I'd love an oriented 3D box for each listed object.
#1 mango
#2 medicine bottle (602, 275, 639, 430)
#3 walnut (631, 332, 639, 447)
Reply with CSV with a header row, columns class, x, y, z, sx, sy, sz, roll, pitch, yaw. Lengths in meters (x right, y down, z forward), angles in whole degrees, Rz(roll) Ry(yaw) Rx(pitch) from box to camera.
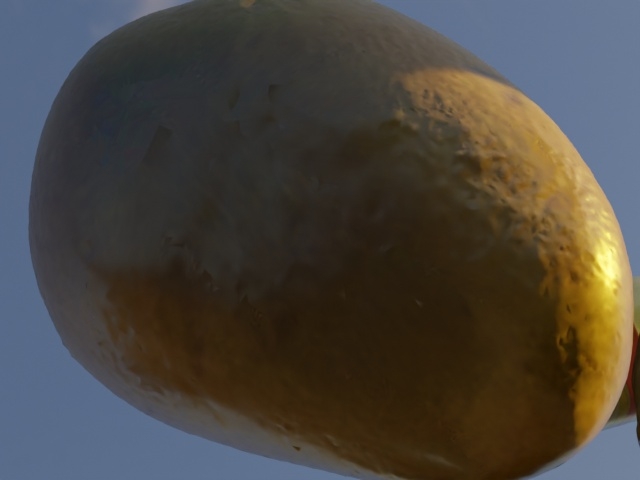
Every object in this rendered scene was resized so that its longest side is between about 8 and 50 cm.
class,x,y,z,sx,sy,sz,roll,pitch,yaw
mango,0.000,0.000,0.837,0.253,0.365,0.182,-55,-40,-5
medicine bottle,0.191,0.068,1.014,0.217,0.090,0.090,-11,-56,-23
walnut,0.201,0.057,0.613,0.165,0.165,0.197,-53,-17,12
